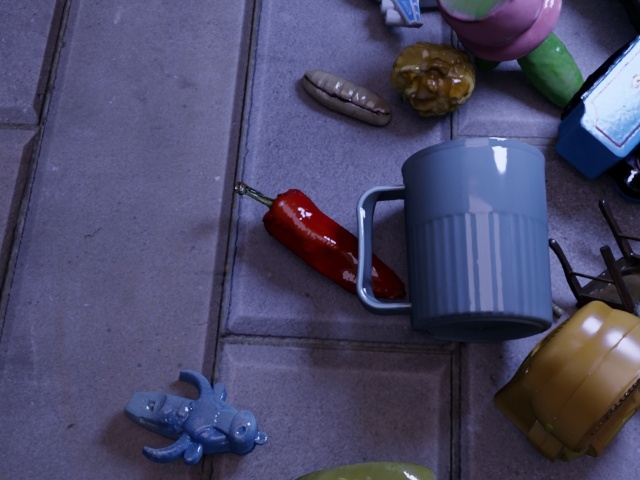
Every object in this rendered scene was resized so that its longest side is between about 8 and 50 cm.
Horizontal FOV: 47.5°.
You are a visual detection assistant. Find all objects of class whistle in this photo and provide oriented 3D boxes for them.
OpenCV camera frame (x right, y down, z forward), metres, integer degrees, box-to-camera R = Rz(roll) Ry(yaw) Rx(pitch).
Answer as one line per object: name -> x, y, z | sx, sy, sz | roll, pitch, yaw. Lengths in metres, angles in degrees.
whistle -> -0.223, 0.324, 1.303 | 0.269, 0.093, 0.180 | 12, 47, 8

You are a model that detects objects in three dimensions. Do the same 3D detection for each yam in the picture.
yam -> 0.413, 0.103, 1.378 | 0.116, 0.021, 0.021 | 42, 78, 15

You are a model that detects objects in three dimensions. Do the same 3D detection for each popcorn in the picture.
popcorn -> 0.226, -0.328, 1.467 | 0.180, 0.180, 0.170 | 25, 69, 12

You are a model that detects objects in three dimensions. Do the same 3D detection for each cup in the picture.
cup -> 0.247, 0.007, 1.285 | 0.331, 0.257, 0.311 | 7, 71, -20

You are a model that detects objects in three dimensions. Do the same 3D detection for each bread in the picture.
bread -> 0.052, -0.305, 1.531 | 0.214, 0.053, 0.073 | 28, 78, 12

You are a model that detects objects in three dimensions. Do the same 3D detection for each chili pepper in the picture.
chili pepper -> 0.000, 0.000, 1.402 | 0.387, 0.110, 0.110 | 37, 77, 9

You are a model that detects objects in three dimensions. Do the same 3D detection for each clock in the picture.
clock -> 0.426, 0.225, 1.181 | 0.200, 0.317, 0.244 | 39, 77, 22

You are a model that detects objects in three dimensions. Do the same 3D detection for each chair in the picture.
chair -> 0.572, 0.100, 1.303 | 0.160, 0.186, 0.319 | -35, 105, -11

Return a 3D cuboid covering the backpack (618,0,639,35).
backpack -> 0.697, -0.640, 1.452 | 0.363, 0.255, 0.446 | -42, 94, -9

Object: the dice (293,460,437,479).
dice -> 0.076, 0.481, 1.142 | 0.238, 0.233, 0.227 | -6, 62, -1

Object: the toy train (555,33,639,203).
toy train -> 0.618, -0.233, 1.389 | 0.265, 0.188, 0.300 | 43, 80, 6

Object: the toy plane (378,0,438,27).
toy plane -> 0.215, -0.572, 1.582 | 0.267, 0.122, 0.267 | -2, 69, 6

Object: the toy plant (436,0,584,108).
toy plant -> 0.379, -0.423, 1.424 | 0.210, 0.356, 0.317 | -30, 66, 19
